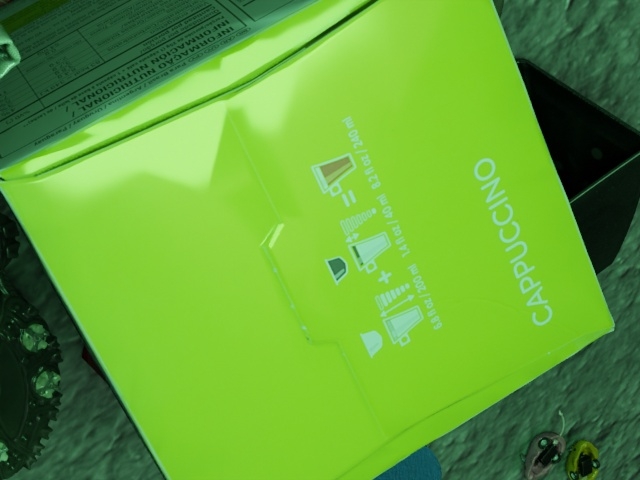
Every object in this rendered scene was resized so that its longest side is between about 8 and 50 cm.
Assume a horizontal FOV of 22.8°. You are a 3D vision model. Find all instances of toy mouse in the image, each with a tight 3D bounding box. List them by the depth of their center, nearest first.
[{"bbox_3d":[0.257,0.271,1.826,0.143,0.031,0.161,-29,125,-21],"label":"toy mouse"}]

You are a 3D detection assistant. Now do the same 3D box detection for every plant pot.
[{"bbox_3d":[0.196,-0.033,1.558,0.187,0.188,0.167,-34,139,-18],"label":"plant pot"}]

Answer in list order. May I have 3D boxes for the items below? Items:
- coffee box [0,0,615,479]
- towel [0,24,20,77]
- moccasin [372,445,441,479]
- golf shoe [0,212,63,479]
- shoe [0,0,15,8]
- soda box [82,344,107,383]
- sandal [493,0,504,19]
[{"bbox_3d":[-0.043,-0.041,1.165,0.338,0.334,0.338,-30,118,-8],"label":"coffee box"},{"bbox_3d":[-0.388,-0.145,0.997,0.312,0.324,0.056,-30,145,-20],"label":"towel"},{"bbox_3d":[-0.041,0.293,1.579,0.342,0.117,0.138,-32,114,-13],"label":"moccasin"},{"bbox_3d":[-0.286,0.063,1.272,0.105,0.120,0.273,-24,114,-38],"label":"golf shoe"},{"bbox_3d":[-0.194,-0.159,1.294,0.178,0.063,0.081,26,96,-34],"label":"shoe"},{"bbox_3d":[-0.134,0.001,1.393,0.092,0.083,0.263,2,109,-34],"label":"soda box"},{"bbox_3d":[0.134,-0.171,1.494,0.090,0.060,0.219,40,67,-44],"label":"sandal"}]
